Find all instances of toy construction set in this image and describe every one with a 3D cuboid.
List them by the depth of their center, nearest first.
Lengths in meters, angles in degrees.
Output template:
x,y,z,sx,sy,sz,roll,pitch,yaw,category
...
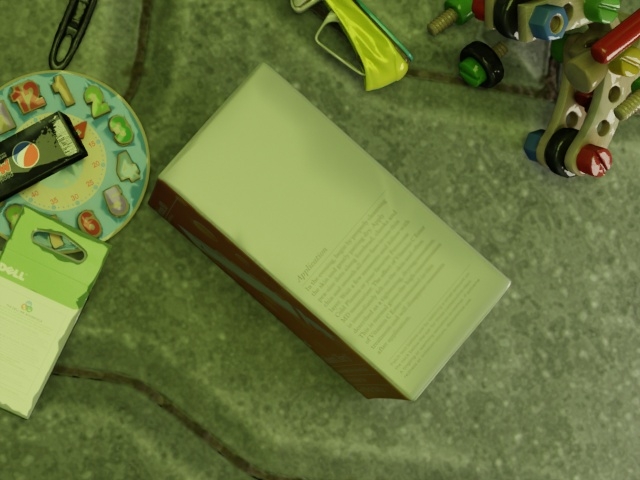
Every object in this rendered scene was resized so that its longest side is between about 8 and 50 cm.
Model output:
x,y,z,sx,sy,sz,roll,pitch,yaw,category
0.327,-0.232,1.578,0.237,0.309,0.257,-38,100,-17,toy construction set

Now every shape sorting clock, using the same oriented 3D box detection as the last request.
x,y,z,sx,sy,sz,roll,pitch,yaw,category
-0.293,-0.087,1.569,0.206,0.040,0.206,1,84,-10,shape sorting clock

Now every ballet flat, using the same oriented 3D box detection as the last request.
x,y,z,sx,sy,sz,roll,pitch,yaw,category
0.012,-0.270,1.630,0.077,0.077,0.231,-38,94,5,ballet flat

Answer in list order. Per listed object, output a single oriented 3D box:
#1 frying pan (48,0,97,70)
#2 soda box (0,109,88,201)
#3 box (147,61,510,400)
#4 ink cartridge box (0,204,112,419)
x,y,z,sx,sy,sz,roll,pitch,yaw,category
-0.255,-0.371,1.605,0.197,0.053,0.326,44,76,-3,frying pan
-0.337,-0.076,1.514,0.169,0.060,0.053,-28,91,-2,soda box
0.000,0.000,1.523,0.345,0.215,0.168,42,79,-3,box
-0.321,0.079,1.535,0.109,0.062,0.209,26,80,-7,ink cartridge box
